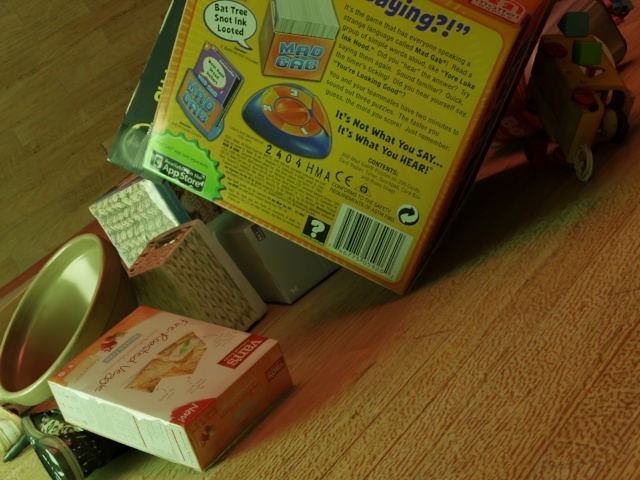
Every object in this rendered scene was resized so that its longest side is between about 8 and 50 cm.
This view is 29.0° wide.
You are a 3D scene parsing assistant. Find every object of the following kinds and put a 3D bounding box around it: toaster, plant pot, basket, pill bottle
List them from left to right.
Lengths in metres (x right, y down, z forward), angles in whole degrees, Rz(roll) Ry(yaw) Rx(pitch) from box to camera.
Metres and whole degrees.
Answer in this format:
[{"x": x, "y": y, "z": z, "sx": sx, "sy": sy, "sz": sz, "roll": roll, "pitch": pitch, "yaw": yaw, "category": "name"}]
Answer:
[{"x": -0.309, "y": 0.118, "z": 1.601, "sx": 0.237, "sy": 0.110, "sz": 0.237, "roll": -37, "pitch": 34, "yaw": 31, "category": "plant pot"}, {"x": -0.175, "y": 0.074, "z": 1.676, "sx": 0.113, "sy": 0.167, "sz": 0.103, "roll": -21, "pitch": 22, "yaw": 42, "category": "basket"}, {"x": 0.299, "y": -0.209, "z": 1.723, "sx": 0.121, "sy": 0.121, "sz": 0.216, "roll": -41, "pitch": 14, "yaw": -36, "category": "pill bottle"}, {"x": 0.349, "y": -0.272, "z": 1.853, "sx": 0.146, "sy": 0.129, "sz": 0.227, "roll": -44, "pitch": 19, "yaw": -31, "category": "toaster"}]

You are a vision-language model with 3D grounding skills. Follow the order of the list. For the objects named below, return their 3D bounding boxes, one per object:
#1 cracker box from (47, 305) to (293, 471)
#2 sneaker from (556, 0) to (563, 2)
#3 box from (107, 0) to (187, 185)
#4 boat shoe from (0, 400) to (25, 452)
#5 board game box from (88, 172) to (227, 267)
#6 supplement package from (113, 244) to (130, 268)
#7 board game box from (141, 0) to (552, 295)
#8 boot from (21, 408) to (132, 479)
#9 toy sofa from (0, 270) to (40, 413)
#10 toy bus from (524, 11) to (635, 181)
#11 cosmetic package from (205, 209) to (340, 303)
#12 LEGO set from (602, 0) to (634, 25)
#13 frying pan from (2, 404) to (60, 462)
[{"x": -0.168, "y": 0.157, "z": 1.374, "sx": 0.232, "sy": 0.067, "sz": 0.156, "roll": 10, "pitch": 39, "yaw": 39, "category": "cracker box"}, {"x": 0.379, "y": -0.417, "z": 2.385, "sx": 0.302, "sy": 0.108, "sz": 0.121, "roll": -41, "pitch": 19, "yaw": -31, "category": "sneaker"}, {"x": -0.173, "y": -0.280, "z": 1.787, "sx": 0.318, "sy": 0.097, "sz": 0.395, "roll": -62, "pitch": 5, "yaw": 16, "category": "box"}, {"x": -0.482, "y": 0.275, "z": 1.876, "sx": 0.059, "sy": 0.063, "sz": 0.170, "roll": -33, "pitch": 21, "yaw": -19, "category": "boat shoe"}, {"x": -0.189, "y": -0.043, "z": 2.001, "sx": 0.141, "sy": 0.232, "sz": 0.291, "roll": -22, "pitch": 16, "yaw": 35, "category": "board game box"}, {"x": -0.292, "y": 0.011, "z": 2.266, "sx": 0.139, "sy": 0.134, "sz": 0.244, "roll": -32, "pitch": 12, "yaw": -4, "category": "supplement package"}, {"x": 0.053, "y": -0.224, "z": 1.502, "sx": 0.356, "sy": 0.356, "sz": 0.356, "roll": -51, "pitch": -15, "yaw": -57, "category": "board game box"}, {"x": -0.265, "y": 0.221, "z": 1.517, "sx": 0.178, "sy": 0.085, "sz": 0.236, "roll": -31, "pitch": 11, "yaw": -18, "category": "boot"}, {"x": -0.513, "y": 0.180, "z": 2.110, "sx": 0.177, "sy": 0.150, "sz": 0.362, "roll": -31, "pitch": 11, "yaw": 26, "category": "toy sofa"}, {"x": 0.329, "y": -0.168, "z": 1.517, "sx": 0.104, "sy": 0.202, "sz": 0.191, "roll": -3, "pitch": -2, "yaw": -13, "category": "toy bus"}, {"x": -0.083, "y": 0.014, "z": 1.772, "sx": 0.107, "sy": 0.127, "sz": 0.238, "roll": -36, "pitch": 15, "yaw": -23, "category": "cosmetic package"}, {"x": 0.479, "y": -0.433, "z": 2.240, "sx": 0.087, "sy": 0.093, "sz": 0.227, "roll": -36, "pitch": 13, "yaw": -18, "category": "LEGO set"}, {"x": -0.310, "y": 0.188, "z": 1.735, "sx": 0.326, "sy": 0.053, "sz": 0.197, "roll": -46, "pitch": -5, "yaw": -26, "category": "frying pan"}]
